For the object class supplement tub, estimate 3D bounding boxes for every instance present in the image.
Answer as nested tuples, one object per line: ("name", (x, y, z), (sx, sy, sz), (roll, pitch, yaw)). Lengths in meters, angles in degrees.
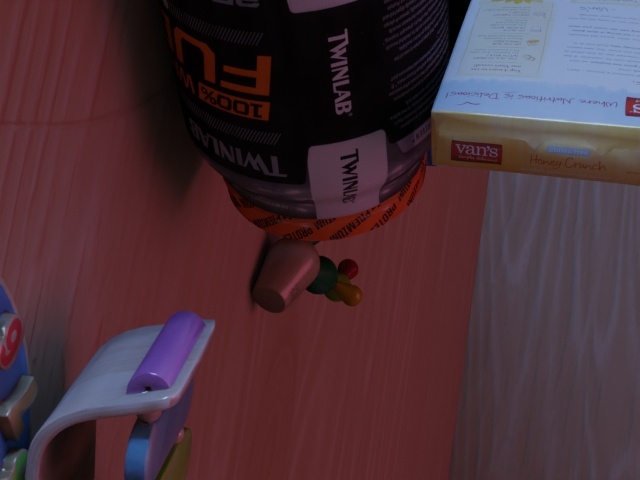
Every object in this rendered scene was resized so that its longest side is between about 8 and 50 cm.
("supplement tub", (-0.010, -0.162, 0.857), (0.316, 0.194, 0.193), (82, 20, -43))

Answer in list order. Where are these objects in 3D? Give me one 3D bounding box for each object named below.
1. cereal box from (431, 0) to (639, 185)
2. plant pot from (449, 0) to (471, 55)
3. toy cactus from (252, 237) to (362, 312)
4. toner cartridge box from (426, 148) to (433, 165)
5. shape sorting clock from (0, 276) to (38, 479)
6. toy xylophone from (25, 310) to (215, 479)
("cereal box", (0.179, -0.119, 0.879), (0.240, 0.173, 0.047), (-66, 158, -52))
("plant pot", (0.036, -0.205, 1.074), (0.167, 0.188, 0.187), (-80, 168, -52))
("toy cactus", (0.000, 0.000, 1.195), (0.219, 0.112, 0.180), (94, 22, -47))
("toner cartridge box", (0.122, -0.281, 1.564), (0.165, 0.075, 0.347), (50, 48, -70))
("shape sorting clock", (-0.182, 0.106, 0.615), (0.206, 0.040, 0.206), (7, 90, -76))
("toy xylophone", (-0.124, 0.212, 0.736), (0.236, 0.081, 0.322), (-73, 169, -62))
